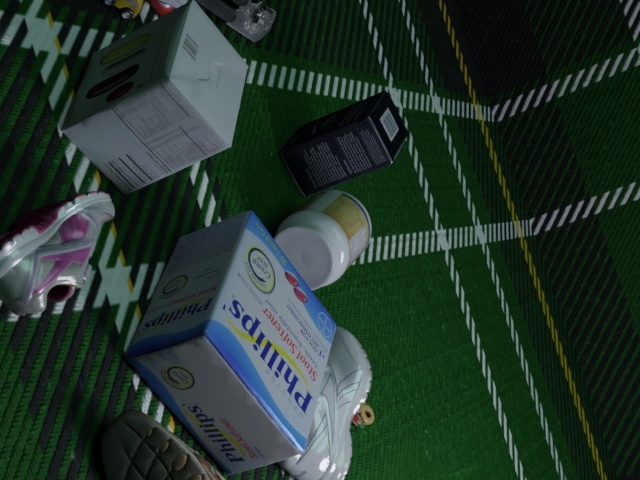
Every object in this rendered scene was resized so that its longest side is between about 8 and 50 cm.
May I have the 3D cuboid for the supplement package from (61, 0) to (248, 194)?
[{"bbox_3d":[-0.241,-0.211,1.597,0.149,0.203,0.194,49,32,-34],"label":"supplement package"}]

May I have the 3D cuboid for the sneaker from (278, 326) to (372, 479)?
[{"bbox_3d":[0.001,0.267,1.802,0.129,0.111,0.297,38,47,-34],"label":"sneaker"}]

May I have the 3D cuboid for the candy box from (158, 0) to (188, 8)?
[{"bbox_3d":[-0.280,-0.480,1.759,0.165,0.070,0.196,19,39,-18],"label":"candy box"}]

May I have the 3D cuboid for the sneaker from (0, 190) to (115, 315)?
[{"bbox_3d":[-0.342,0.018,1.373,0.252,0.103,0.111,-44,115,-55],"label":"sneaker"}]

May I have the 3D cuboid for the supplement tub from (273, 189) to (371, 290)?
[{"bbox_3d":[0.000,0.000,1.969,0.144,0.144,0.199,65,27,-9],"label":"supplement tub"}]

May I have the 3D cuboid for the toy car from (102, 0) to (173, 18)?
[{"bbox_3d":[-0.268,-0.362,1.821,0.239,0.053,0.225,-26,94,-64],"label":"toy car"}]

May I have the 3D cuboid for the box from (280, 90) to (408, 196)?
[{"bbox_3d":[0.048,-0.191,2.127,0.108,0.207,0.153,61,28,-17],"label":"box"}]

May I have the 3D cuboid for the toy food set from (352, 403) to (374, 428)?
[{"bbox_3d":[0.070,0.311,2.017,0.082,0.020,0.083,-8,79,-63],"label":"toy food set"}]

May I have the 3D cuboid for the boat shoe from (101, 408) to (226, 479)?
[{"bbox_3d":[-0.175,0.352,1.440,0.324,0.123,0.116,54,1,-14],"label":"boat shoe"}]

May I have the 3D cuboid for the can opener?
[{"bbox_3d":[-0.188,-0.467,2.058,0.095,0.076,0.283,47,13,33],"label":"can opener"}]

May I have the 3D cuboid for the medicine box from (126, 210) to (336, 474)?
[{"bbox_3d":[-0.123,0.151,1.623,0.263,0.149,0.289,55,29,-27],"label":"medicine box"}]
